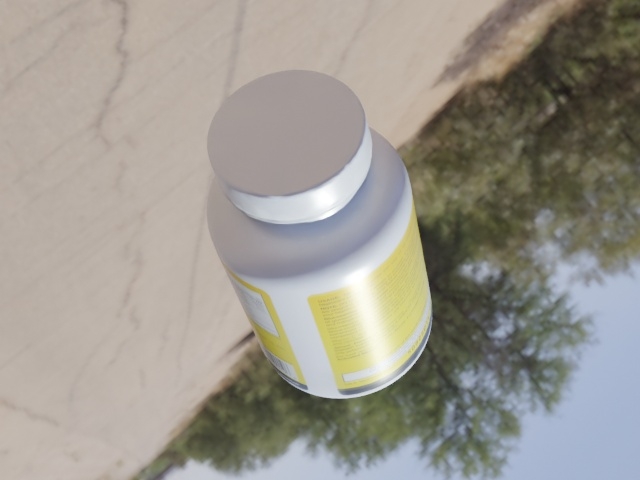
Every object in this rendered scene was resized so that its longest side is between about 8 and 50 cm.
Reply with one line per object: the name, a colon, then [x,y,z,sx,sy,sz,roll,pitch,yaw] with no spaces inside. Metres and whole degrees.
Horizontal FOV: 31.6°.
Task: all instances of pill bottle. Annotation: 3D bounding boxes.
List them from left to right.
pill bottle: [0.000,0.000,0.586,0.103,0.103,0.184,-39,148,-15]
